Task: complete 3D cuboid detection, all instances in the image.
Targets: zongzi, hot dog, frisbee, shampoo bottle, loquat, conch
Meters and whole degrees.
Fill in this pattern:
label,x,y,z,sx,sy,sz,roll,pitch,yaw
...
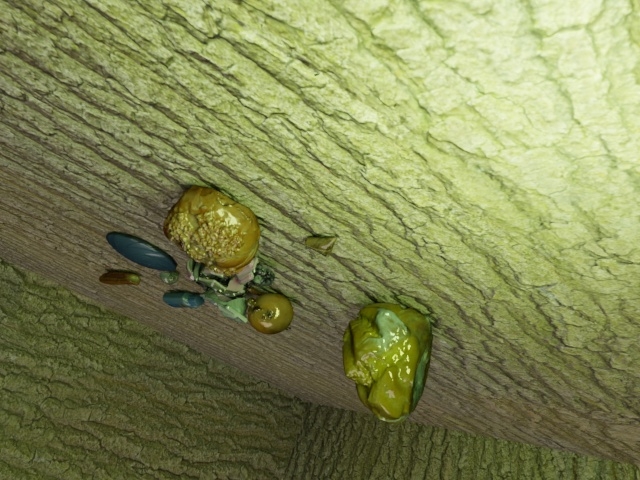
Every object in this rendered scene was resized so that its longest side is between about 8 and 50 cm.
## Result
label,x,y,z,sx,sy,sz,roll,pitch,yaw
zongzi,0.000,0.000,1.295,0.076,0.040,0.083,25,144,4
hot dog,-0.948,0.181,2.365,0.285,0.061,0.088,0,153,34
frisbee,-0.701,0.061,1.938,0.289,0.049,0.290,17,155,8
shampoo bottle,-0.631,0.277,2.325,0.258,0.061,0.103,-7,146,45
loquat,-0.192,0.268,1.855,0.172,0.150,0.204,-19,139,41
conch,-0.625,0.152,2.053,0.076,0.057,0.085,9,167,-34

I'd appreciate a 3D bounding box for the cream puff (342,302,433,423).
label,x,y,z,sx,sy,sz,roll,pitch,yaw
cream puff,0.197,0.367,1.580,0.275,0.379,0.378,10,154,22

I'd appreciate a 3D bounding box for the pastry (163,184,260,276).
label,x,y,z,sx,sy,sz,roll,pitch,yaw
pastry,-0.292,-0.011,1.344,0.254,0.162,0.311,16,157,4

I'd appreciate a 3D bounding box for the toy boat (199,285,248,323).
label,x,y,z,sx,sy,sz,roll,pitch,yaw
toy boat,-0.361,0.245,1.963,0.199,0.100,0.290,39,167,-27

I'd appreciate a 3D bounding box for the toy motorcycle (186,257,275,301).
label,x,y,z,sx,sy,sz,roll,pitch,yaw
toy motorcycle,-0.311,0.106,1.628,0.326,0.143,0.188,-9,144,35

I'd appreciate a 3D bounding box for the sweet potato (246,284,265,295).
label,x,y,z,sx,sy,sz,roll,pitch,yaw
sweet potato,-0.245,0.196,1.906,0.115,0.026,0.026,29,154,-25
